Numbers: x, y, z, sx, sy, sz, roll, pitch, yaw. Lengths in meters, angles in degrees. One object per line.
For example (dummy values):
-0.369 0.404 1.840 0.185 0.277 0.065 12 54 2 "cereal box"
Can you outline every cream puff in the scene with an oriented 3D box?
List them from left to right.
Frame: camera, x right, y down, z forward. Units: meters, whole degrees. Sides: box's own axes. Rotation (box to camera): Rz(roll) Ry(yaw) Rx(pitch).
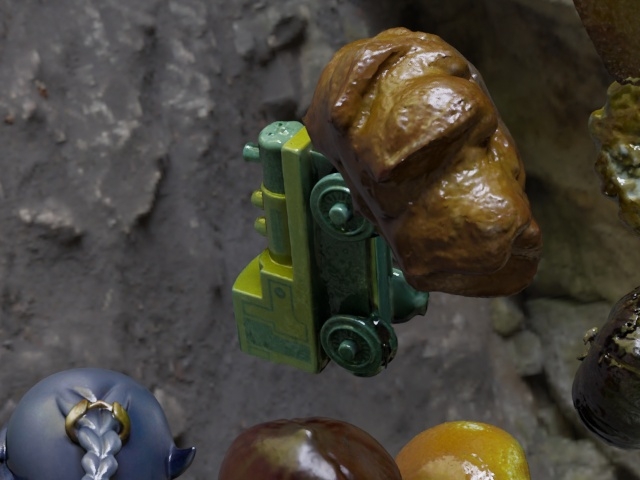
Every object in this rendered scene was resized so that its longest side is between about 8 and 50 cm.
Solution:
0.090 -0.077 0.999 0.241 0.155 0.269 63 -5 -27 "cream puff"
0.510 -0.130 1.602 0.185 0.282 0.282 -13 90 -48 "cream puff"

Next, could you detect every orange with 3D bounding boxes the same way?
0.226 0.447 1.836 0.196 0.262 0.334 36 38 -54 "orange"

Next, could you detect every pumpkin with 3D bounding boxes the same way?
0.440 0.174 1.621 0.238 0.159 0.238 20 90 -77 "pumpkin"

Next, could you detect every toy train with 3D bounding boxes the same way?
0.000 0.000 1.398 0.150 0.237 0.369 -47 142 -44 "toy train"

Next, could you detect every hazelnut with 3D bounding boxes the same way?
-0.014 0.304 1.388 0.229 0.229 0.229 -13 90 -71 "hazelnut"

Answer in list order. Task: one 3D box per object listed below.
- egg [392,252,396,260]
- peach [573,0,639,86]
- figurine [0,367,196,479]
0.158 -0.015 1.587 0.172 0.132 0.132 33 35 -14 "egg"
0.303 -0.252 1.012 0.068 0.189 0.279 -45 157 -28 "peach"
-0.203 0.236 1.022 0.175 0.197 0.265 24 22 -42 "figurine"
